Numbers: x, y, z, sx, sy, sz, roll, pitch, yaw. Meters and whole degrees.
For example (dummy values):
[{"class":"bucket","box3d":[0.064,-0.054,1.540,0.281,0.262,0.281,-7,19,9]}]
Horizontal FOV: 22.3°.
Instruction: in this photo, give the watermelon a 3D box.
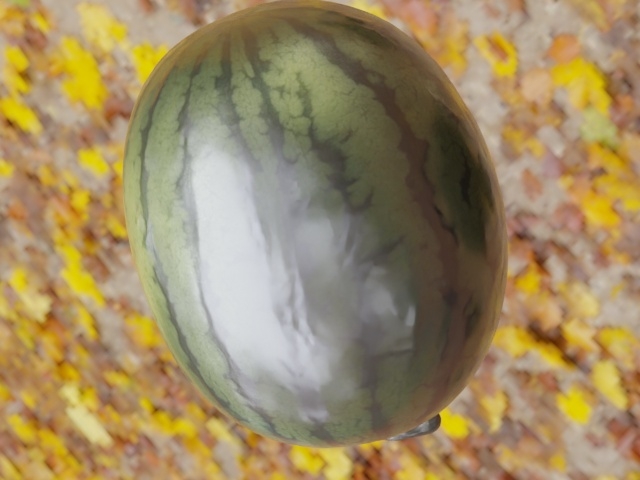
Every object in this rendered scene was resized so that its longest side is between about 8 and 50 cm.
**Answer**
[{"class":"watermelon","box3d":[0.000,0.000,1.200,0.279,0.279,0.359,11,123,45]}]
